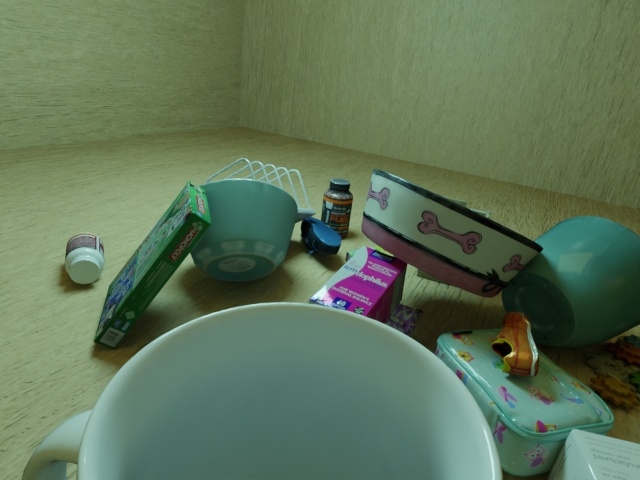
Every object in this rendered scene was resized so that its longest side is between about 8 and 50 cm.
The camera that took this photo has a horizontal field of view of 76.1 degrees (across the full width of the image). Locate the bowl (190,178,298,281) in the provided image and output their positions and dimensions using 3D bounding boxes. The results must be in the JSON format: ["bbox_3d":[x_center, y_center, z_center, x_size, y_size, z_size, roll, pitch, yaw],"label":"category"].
[{"bbox_3d":[-0.203,-0.002,1.036,0.311,0.312,0.163,0,63,-16],"label":"bowl"}]

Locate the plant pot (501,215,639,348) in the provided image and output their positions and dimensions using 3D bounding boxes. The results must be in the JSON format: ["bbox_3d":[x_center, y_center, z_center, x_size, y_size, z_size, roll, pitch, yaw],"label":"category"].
[{"bbox_3d":[0.579,0.115,0.965,0.235,0.293,0.293,-20,33,-24],"label":"plant pot"}]

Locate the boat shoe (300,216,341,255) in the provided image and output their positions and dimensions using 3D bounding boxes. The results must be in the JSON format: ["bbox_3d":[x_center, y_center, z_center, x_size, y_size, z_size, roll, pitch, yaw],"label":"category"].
[{"bbox_3d":[0.000,0.000,1.304,0.108,0.089,0.258,14,15,-17],"label":"boat shoe"}]

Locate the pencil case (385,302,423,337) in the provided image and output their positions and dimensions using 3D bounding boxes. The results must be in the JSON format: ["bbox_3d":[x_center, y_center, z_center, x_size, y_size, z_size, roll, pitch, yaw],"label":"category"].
[{"bbox_3d":[0.123,0.163,0.942,0.206,0.087,0.088,19,3,28],"label":"pencil case"}]

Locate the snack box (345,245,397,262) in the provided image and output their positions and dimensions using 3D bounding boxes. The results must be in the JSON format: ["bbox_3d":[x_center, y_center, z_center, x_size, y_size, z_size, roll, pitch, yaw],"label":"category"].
[{"bbox_3d":[0.163,0.059,1.266,0.141,0.037,0.100,-8,26,-31],"label":"snack box"}]

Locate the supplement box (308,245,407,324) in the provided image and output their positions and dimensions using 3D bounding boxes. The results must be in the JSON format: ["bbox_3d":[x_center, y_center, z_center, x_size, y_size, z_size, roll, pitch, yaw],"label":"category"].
[{"bbox_3d":[0.080,0.121,0.833,0.111,0.114,0.220,20,37,26],"label":"supplement box"}]

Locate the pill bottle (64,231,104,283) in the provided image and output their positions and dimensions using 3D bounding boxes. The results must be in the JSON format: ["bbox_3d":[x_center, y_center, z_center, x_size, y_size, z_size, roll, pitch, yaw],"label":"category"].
[{"bbox_3d":[-0.586,0.044,1.017,0.086,0.086,0.152,-5,25,-27],"label":"pill bottle"}]

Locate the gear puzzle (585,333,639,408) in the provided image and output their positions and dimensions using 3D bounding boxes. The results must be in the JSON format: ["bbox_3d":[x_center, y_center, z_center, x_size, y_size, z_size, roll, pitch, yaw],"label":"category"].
[{"bbox_3d":[0.695,0.279,0.896,0.338,0.044,0.175,-8,27,-31],"label":"gear puzzle"}]

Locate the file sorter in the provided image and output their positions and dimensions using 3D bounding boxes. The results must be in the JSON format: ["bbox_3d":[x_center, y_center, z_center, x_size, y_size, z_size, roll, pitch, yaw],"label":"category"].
[{"bbox_3d":[-0.185,-0.128,1.253,0.192,0.173,0.277,-23,-10,28],"label":"file sorter"}]

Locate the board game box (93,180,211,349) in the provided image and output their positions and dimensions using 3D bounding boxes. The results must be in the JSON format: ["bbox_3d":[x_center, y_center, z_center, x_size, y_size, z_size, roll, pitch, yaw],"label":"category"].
[{"bbox_3d":[-0.345,0.038,0.850,0.046,0.317,0.213,36,9,-28],"label":"board game box"}]

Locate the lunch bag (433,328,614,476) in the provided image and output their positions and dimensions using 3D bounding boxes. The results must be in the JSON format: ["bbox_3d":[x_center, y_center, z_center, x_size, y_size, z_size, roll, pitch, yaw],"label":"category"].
[{"bbox_3d":[0.347,0.266,0.742,0.223,0.108,0.279,0,24,-17],"label":"lunch bag"}]

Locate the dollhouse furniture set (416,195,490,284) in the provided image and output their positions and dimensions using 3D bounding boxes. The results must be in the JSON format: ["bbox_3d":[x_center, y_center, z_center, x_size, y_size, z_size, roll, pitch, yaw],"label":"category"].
[{"bbox_3d":[0.379,-0.016,1.244,0.212,0.242,0.161,16,24,19],"label":"dollhouse furniture set"}]

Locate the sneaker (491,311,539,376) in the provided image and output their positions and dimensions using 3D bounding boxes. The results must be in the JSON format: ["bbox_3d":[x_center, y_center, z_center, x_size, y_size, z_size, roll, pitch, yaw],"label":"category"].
[{"bbox_3d":[0.344,0.176,0.739,0.067,0.064,0.175,4,18,16],"label":"sneaker"}]

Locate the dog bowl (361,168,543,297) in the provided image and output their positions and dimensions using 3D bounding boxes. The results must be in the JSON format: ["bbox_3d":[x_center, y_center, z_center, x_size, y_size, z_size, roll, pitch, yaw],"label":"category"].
[{"bbox_3d":[0.275,-0.014,0.949,0.407,0.151,0.408,25,10,-5],"label":"dog bowl"}]

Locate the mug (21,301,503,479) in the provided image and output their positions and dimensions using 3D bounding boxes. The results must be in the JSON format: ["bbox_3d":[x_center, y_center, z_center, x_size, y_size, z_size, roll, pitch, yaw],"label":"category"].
[{"bbox_3d":[-0.079,0.257,0.354,0.373,0.328,0.276,9,23,6],"label":"mug"}]

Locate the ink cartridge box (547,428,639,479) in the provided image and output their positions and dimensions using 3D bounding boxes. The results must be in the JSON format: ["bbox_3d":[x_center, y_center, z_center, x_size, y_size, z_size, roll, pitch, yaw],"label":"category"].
[{"bbox_3d":[0.421,0.387,0.466,0.207,0.117,0.283,11,23,9],"label":"ink cartridge box"}]

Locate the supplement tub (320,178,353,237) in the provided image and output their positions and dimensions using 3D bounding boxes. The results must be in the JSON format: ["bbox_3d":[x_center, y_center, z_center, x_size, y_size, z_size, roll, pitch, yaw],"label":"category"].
[{"bbox_3d":[0.057,-0.113,1.434,0.105,0.198,0.106,5,23,-2],"label":"supplement tub"}]
